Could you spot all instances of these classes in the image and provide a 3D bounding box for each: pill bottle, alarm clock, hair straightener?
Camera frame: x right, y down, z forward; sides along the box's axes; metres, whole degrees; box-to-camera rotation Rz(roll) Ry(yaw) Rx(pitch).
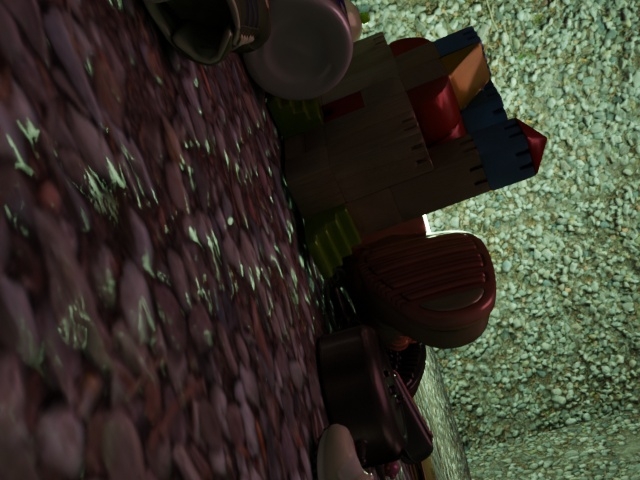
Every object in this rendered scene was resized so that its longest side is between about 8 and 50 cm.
[{"bbox_3d":[-0.027,-0.238,0.838,0.187,0.112,0.112,-96,167,-55],"label":"pill bottle"},{"bbox_3d":[0.039,0.129,0.746,0.129,0.064,0.192,60,13,-59],"label":"alarm clock"},{"bbox_3d":[0.061,0.138,0.852,0.089,0.047,0.230,-30,97,-83],"label":"hair straightener"}]

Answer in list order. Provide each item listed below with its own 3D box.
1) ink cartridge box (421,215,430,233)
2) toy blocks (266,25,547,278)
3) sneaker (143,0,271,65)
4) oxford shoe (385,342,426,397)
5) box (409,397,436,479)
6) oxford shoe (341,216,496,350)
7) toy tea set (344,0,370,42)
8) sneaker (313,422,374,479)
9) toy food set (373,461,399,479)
[{"bbox_3d":[0.131,0.001,1.381,0.272,0.130,0.309,-93,165,-55],"label":"ink cartridge box"},{"bbox_3d":[0.094,-0.146,0.905,0.381,0.261,0.191,-97,164,-55],"label":"toy blocks"},{"bbox_3d":[-0.077,-0.151,0.520,0.192,0.064,0.086,47,36,-72],"label":"sneaker"},{"bbox_3d":[0.103,0.173,1.017,0.227,0.083,0.096,-62,139,-77],"label":"oxford shoe"},{"bbox_3d":[0.152,0.314,1.272,0.201,0.021,0.164,49,26,-71],"label":"box"},{"bbox_3d":[0.112,0.065,0.918,0.397,0.140,0.146,-121,-159,-76],"label":"oxford shoe"},{"bbox_3d":[0.026,-0.277,1.186,0.200,0.124,0.336,60,19,-69],"label":"toy tea set"},{"bbox_3d":[0.044,0.205,0.555,0.057,0.075,0.161,62,14,-55],"label":"sneaker"},{"bbox_3d":[0.070,0.232,0.882,0.122,0.019,0.078,42,32,-75],"label":"toy food set"}]
